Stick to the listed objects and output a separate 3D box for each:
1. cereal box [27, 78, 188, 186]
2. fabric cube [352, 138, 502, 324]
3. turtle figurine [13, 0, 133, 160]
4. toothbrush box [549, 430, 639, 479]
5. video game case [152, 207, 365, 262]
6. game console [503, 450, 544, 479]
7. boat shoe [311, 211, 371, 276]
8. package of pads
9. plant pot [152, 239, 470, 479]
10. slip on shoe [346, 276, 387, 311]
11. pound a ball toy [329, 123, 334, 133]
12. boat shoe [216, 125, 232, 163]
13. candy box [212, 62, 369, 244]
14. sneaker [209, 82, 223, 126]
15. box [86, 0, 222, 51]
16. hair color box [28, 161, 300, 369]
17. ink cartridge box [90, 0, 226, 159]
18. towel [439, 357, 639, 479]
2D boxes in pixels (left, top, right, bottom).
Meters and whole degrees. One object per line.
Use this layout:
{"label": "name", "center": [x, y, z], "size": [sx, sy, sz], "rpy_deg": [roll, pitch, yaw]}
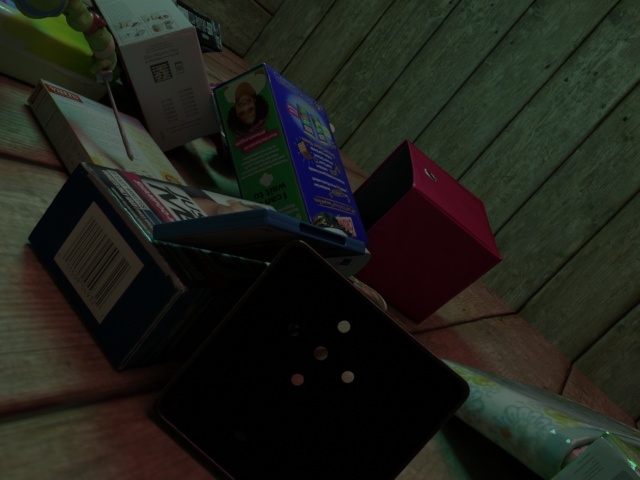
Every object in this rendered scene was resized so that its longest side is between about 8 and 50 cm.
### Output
{"label": "cereal box", "center": [-0.289, -0.121, 0.758], "size": [0.240, 0.047, 0.173], "rpy_deg": [48, 17, 30]}
{"label": "fabric cube", "center": [0.211, -0.022, 1.215], "size": [0.258, 0.259, 0.254], "rpy_deg": [36, 29, -16]}
{"label": "turtle figurine", "center": [-0.360, -0.262, 0.646], "size": [0.198, 0.274, 0.266], "rpy_deg": [-12, 42, -18]}
{"label": "toothbrush box", "center": [0.359, 0.370, 0.609], "size": [0.283, 0.206, 0.122], "rpy_deg": [33, 16, -29]}
{"label": "video game case", "center": [-0.048, 0.000, 0.486], "size": [0.166, 0.119, 0.015], "rpy_deg": [18, 69, -58]}
{"label": "game console", "center": [0.455, 0.428, 1.009], "size": [0.213, 0.044, 0.361], "rpy_deg": [46, 15, 22]}
{"label": "boat shoe", "center": [0.000, 0.000, 0.692], "size": [0.083, 0.065, 0.183], "rpy_deg": [46, 8, 21]}
{"label": "package of pads", "center": [-0.489, -0.344, 0.818], "size": [0.229, 0.101, 0.297], "rpy_deg": [49, 16, 26]}
{"label": "plant pot", "center": [-0.004, 0.124, 0.506], "size": [0.187, 0.188, 0.167], "rpy_deg": [40, 4, 2]}
{"label": "slip on shoe", "center": [0.062, 0.095, 0.992], "size": [0.135, 0.051, 0.041], "rpy_deg": [41, 9, 16]}
{"label": "pound a ball toy", "center": [-0.126, -0.326, 1.550], "size": [0.319, 0.136, 0.208], "rpy_deg": [34, 47, -27]}
{"label": "boat shoe", "center": [-0.196, -0.206, 1.201], "size": [0.080, 0.073, 0.223], "rpy_deg": [50, 11, -2]}
{"label": "candy box", "center": [-0.046, -0.126, 0.999], "size": [0.268, 0.122, 0.317], "rpy_deg": [10, 60, -66]}
{"label": "sneaker", "center": [-0.303, -0.332, 1.277], "size": [0.252, 0.111, 0.103], "rpy_deg": [23, 37, 12]}
{"label": "box", "center": [-0.399, -0.500, 1.281], "size": [0.243, 0.076, 0.307], "rpy_deg": [-3, 12, 7]}
{"label": "hair color box", "center": [-0.122, 0.028, 0.622], "size": [0.174, 0.105, 0.347], "rpy_deg": [46, 15, 20]}
{"label": "ink cartridge box", "center": [-0.310, -0.313, 1.021], "size": [0.309, 0.130, 0.271], "rpy_deg": [53, -21, 42]}
{"label": "towel", "center": [0.372, 0.298, 0.828], "size": [0.375, 0.090, 0.320], "rpy_deg": [21, -4, -24]}
